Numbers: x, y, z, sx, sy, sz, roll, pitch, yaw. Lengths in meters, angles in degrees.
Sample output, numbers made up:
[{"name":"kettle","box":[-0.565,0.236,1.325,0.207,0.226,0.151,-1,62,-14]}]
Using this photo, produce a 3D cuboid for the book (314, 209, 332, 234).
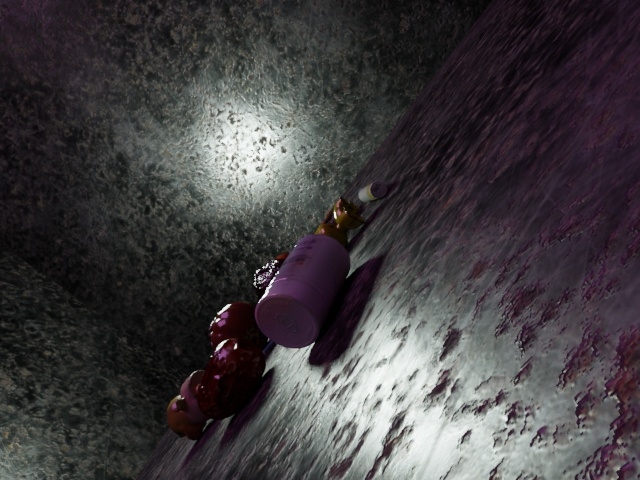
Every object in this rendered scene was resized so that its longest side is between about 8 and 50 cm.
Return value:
[{"name":"book","box":[-0.001,0.000,2.223,0.241,0.018,0.170,-58,-21,-52]}]

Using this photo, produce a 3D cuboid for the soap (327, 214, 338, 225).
[{"name":"soap","box":[0.082,-0.081,2.128,0.122,0.066,0.203,-54,4,10]}]

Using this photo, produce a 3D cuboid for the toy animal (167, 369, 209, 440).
[{"name":"toy animal","box":[-0.431,0.565,1.834,0.196,0.169,0.281,9,-58,-45]}]

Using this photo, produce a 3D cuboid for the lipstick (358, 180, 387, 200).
[{"name":"lipstick","box":[0.175,-0.164,1.830,0.059,0.059,0.264,-54,5,-1]}]

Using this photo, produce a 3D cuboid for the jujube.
[{"name":"jujube","box":[-0.247,0.378,1.472,0.230,0.155,0.155,-62,1,16]}]

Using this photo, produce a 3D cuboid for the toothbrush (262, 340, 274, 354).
[{"name":"toothbrush","box":[-0.165,0.335,1.706,0.275,0.025,0.019,-52,4,24]}]

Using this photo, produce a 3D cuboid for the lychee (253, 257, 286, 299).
[{"name":"lychee","box":[-0.136,0.154,1.863,0.188,0.188,0.188,-53,4,5]}]

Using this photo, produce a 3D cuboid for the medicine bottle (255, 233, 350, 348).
[{"name":"medicine bottle","box":[-0.034,0.110,1.229,0.152,0.152,0.254,-51,4,35]}]

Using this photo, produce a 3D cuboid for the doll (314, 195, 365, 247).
[{"name":"doll","box":[0.038,-0.023,1.729,0.221,0.143,0.135,-51,39,23]}]

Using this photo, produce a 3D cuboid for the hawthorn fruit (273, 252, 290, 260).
[{"name":"hawthorn fruit","box":[-0.158,0.174,2.114,0.165,0.165,0.285,-48,8,50]}]

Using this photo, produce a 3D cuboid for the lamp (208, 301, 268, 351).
[{"name":"lamp","box":[-0.279,0.328,1.888,0.226,0.227,0.227,-53,4,5]}]
